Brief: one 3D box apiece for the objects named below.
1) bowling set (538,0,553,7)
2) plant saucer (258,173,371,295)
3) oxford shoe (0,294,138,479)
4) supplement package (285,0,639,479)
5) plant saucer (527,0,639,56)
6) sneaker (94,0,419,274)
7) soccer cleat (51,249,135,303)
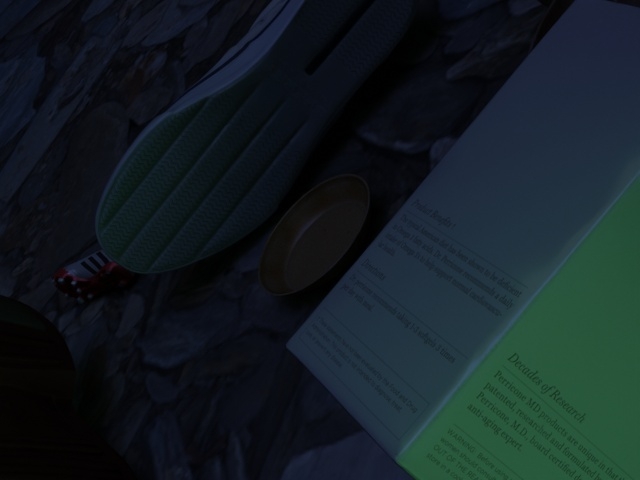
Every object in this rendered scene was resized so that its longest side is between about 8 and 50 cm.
[{"bbox_3d":[0.091,-0.262,0.743,0.200,0.154,0.287,-9,47,50],"label":"bowling set"},{"bbox_3d":[0.000,0.000,0.697,0.083,0.015,0.083,-34,33,25],"label":"plant saucer"},{"bbox_3d":[-0.179,0.160,0.688,0.348,0.123,0.130,-122,49,-59],"label":"oxford shoe"},{"bbox_3d":[0.095,0.016,0.452,0.179,0.105,0.105,-50,28,-1],"label":"supplement package"},{"bbox_3d":[0.171,-0.107,0.574,0.168,0.029,0.168,-33,32,24],"label":"plant saucer"},{"bbox_3d":[-0.038,-0.080,0.791,0.258,0.094,0.091,-43,11,2],"label":"sneaker"},{"bbox_3d":[-0.157,0.022,0.880,0.083,0.029,0.036,-14,35,42],"label":"soccer cleat"}]
